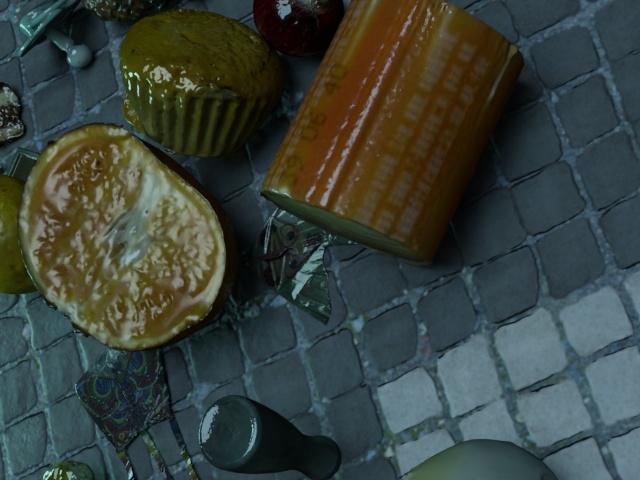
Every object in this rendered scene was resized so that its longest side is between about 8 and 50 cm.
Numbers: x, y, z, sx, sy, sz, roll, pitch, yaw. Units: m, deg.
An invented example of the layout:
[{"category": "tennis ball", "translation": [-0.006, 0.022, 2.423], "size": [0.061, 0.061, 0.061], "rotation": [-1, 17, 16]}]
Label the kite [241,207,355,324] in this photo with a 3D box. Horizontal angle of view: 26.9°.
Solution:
[{"category": "kite", "translation": [0.001, 0.000, 1.773], "size": [0.250, 0.012, 0.229], "rotation": [-12, 70, 25]}]

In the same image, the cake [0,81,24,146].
[{"category": "cake", "translation": [-0.590, -0.163, 2.140], "size": [0.246, 0.135, 0.112], "rotation": [-18, 77, -8]}]

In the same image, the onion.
[{"category": "onion", "translation": [-0.029, -0.308, 1.819], "size": [0.131, 0.131, 0.131], "rotation": [-9, 70, 27]}]

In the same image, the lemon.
[{"category": "lemon", "translation": [-0.453, -0.009, 1.917], "size": [0.207, 0.170, 0.170], "rotation": [33, 92, 33]}]

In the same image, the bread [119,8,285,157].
[{"category": "bread", "translation": [-0.163, -0.223, 1.831], "size": [0.240, 0.240, 0.139], "rotation": [39, 134, 32]}]

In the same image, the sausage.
[{"category": "sausage", "translation": [0.086, -0.136, 1.637], "size": [0.233, 0.233, 0.287], "rotation": [23, 83, 33]}]

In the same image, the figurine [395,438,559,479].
[{"category": "figurine", "translation": [0.120, 0.402, 1.502], "size": [0.394, 0.226, 0.275], "rotation": [-34, 89, 23]}]

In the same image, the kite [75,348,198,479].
[{"category": "kite", "translation": [-0.240, 0.264, 1.825], "size": [0.152, 0.015, 0.285], "rotation": [-37, 58, 17]}]

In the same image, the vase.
[{"category": "vase", "translation": [-0.052, 0.245, 1.604], "size": [0.086, 0.214, 0.086], "rotation": [-11, 69, 28]}]

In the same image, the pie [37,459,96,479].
[{"category": "pie", "translation": [-0.318, 0.430, 1.764], "size": [0.274, 0.105, 0.257], "rotation": [14, 92, 35]}]

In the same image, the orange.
[{"category": "orange", "translation": [-0.259, -0.005, 1.781], "size": [0.310, 0.274, 0.274], "rotation": [28, 90, -8]}]

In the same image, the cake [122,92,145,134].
[{"category": "cake", "translation": [-0.246, -0.196, 1.952], "size": [0.084, 0.044, 0.084], "rotation": [-8, 72, 26]}]

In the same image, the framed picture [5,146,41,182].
[{"category": "framed picture", "translation": [-0.402, -0.028, 2.005], "size": [0.250, 0.016, 0.184], "rotation": [18, 84, 32]}]

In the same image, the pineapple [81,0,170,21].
[{"category": "pineapple", "translation": [-0.257, -0.380, 1.987], "size": [0.197, 0.108, 0.108], "rotation": [-1, 74, 22]}]

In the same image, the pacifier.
[{"category": "pacifier", "translation": [-0.392, -0.316, 2.043], "size": [0.116, 0.150, 0.127], "rotation": [43, 112, -6]}]
